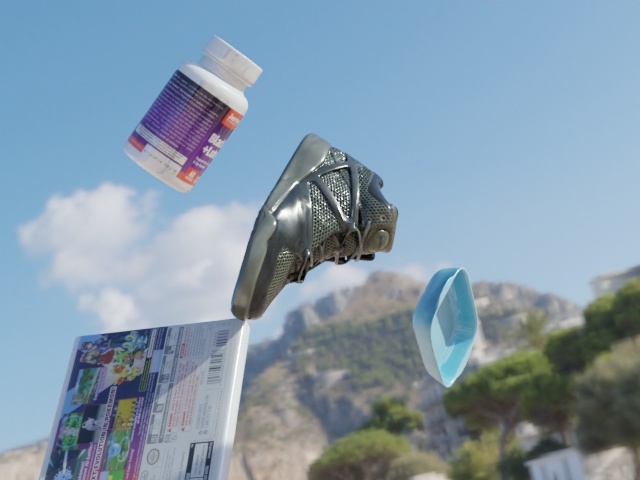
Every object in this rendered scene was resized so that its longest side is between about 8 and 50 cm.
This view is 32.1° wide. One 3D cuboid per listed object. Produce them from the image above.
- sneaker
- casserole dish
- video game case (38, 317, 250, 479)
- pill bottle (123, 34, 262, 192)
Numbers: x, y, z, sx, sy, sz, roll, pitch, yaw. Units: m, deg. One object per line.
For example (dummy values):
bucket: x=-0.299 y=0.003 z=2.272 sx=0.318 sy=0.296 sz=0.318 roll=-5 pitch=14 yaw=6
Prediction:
sneaker: x=0.000 y=0.000 z=1.083 sx=0.130 sy=0.227 sz=0.087 roll=26 pitch=-41 yaw=5
casserole dish: x=0.161 y=0.110 z=1.443 sx=0.037 sy=0.114 sz=0.188 roll=16 pitch=-31 yaw=28
video game case: x=-0.164 y=0.167 z=1.032 sx=0.184 sy=0.201 sz=0.023 roll=-7 pitch=-40 yaw=16
pill bottle: x=-0.163 y=-0.169 z=1.466 sx=0.193 sy=0.108 sz=0.108 roll=-54 pitch=-23 yaw=4
